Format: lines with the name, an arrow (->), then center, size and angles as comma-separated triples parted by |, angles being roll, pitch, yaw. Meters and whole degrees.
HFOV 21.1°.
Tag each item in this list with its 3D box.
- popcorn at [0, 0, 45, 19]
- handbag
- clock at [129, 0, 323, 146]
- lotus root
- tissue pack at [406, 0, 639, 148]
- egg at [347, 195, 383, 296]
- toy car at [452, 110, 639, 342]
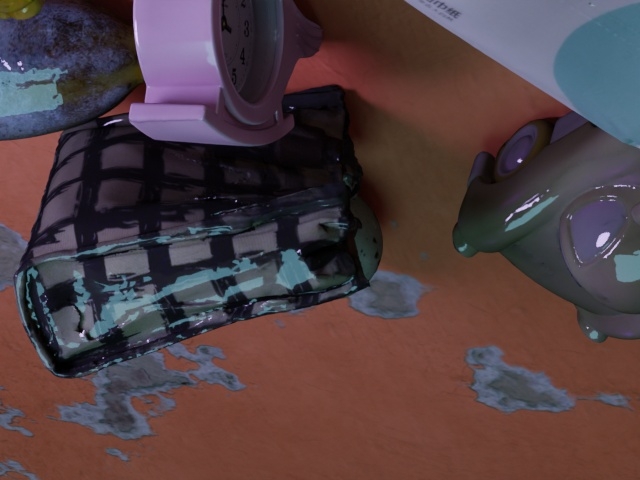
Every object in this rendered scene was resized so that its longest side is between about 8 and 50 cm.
popcorn -> -0.334, -0.329, 1.554 | 0.252, 0.215, 0.286 | 33, 159, 41
handbag -> -0.121, -0.024, 1.711 | 0.327, 0.325, 0.163 | -10, 117, 4
clock -> -0.080, -0.224, 1.620 | 0.080, 0.275, 0.290 | 2, 179, 19
lotus root -> -0.296, -0.183, 1.779 | 0.322, 0.140, 0.158 | -1, 100, 17
tissue pack -> 0.224, -0.259, 1.403 | 0.356, 0.194, 0.266 | 30, 145, -16
egg -> 0.000, 0.000, 1.914 | 0.131, 0.131, 0.164 | 0, 164, 25
toy car -> 0.307, -0.010, 1.686 | 0.242, 0.226, 0.336 | 32, 142, -20
